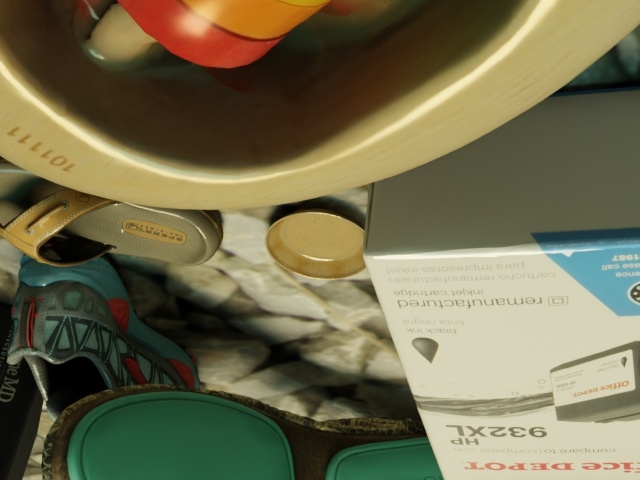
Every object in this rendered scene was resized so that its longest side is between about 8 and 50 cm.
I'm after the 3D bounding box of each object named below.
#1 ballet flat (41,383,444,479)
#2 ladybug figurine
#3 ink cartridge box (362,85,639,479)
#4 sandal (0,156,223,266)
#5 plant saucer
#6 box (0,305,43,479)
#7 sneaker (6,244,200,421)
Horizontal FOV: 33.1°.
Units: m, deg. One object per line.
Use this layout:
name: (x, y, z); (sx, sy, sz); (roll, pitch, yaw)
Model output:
ballet flat: (-0.039, 0.224, 0.937); (0.483, 0.164, 0.182); (10, 157, -35)
ladybug figurine: (-0.012, -0.171, 0.468); (0.449, 0.162, 0.305); (-25, 132, 37)
ink cartridge box: (0.172, 0.048, 0.749); (0.223, 0.129, 0.307); (-4, 142, 15)
sandal: (-0.184, -0.009, 0.802); (0.219, 0.060, 0.090); (14, 143, -7)
plant saucer: (0.000, 0.000, 0.814); (0.083, 0.015, 0.083); (5, 143, 4)
box: (-0.413, 0.200, 0.871); (0.313, 0.343, 0.179); (15, 131, -8)
sneaker: (-0.192, 0.122, 0.922); (0.104, 0.125, 0.262); (-8, 140, 21)
